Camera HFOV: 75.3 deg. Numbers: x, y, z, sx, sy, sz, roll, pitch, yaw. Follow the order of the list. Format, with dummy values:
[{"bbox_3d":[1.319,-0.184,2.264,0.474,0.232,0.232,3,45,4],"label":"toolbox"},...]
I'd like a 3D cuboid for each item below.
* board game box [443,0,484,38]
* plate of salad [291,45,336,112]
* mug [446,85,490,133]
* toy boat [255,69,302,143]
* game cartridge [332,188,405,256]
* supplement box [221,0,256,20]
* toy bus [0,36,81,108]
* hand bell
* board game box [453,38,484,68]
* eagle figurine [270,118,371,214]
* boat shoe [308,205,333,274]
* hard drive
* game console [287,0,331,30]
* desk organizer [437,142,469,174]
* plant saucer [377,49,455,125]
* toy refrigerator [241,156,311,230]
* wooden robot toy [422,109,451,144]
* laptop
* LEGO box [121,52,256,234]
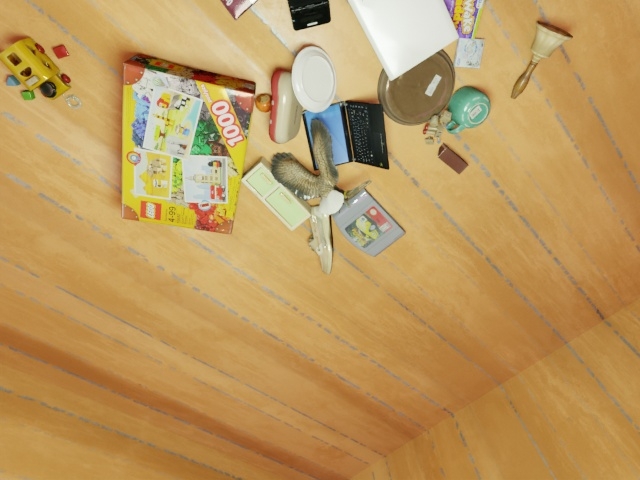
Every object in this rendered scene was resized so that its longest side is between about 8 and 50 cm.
[{"bbox_3d":[0.385,-0.804,1.238,0.233,0.078,0.347,0,122,-8],"label":"board game box"},{"bbox_3d":[-0.023,-0.517,1.341,0.199,0.048,0.200,-13,109,-42],"label":"plate of salad"},{"bbox_3d":[0.527,-0.451,1.464,0.129,0.097,0.158,-9,127,-12],"label":"mug"},{"bbox_3d":[-0.147,-0.446,1.375,0.151,0.151,0.231,20,122,14],"label":"toy boat"},{"bbox_3d":[0.192,-0.062,1.705,0.196,0.060,0.294,-38,120,20],"label":"game cartridge"},{"bbox_3d":[-0.201,-0.684,1.134,0.130,0.239,0.073,-35,120,14],"label":"supplement box"},{"bbox_3d":[-0.847,-0.495,1.244,0.202,0.104,0.191,9,121,-13],"label":"toy bus"},{"bbox_3d":[0.725,-0.601,1.422,0.126,0.126,0.242,9,134,-13],"label":"hand bell"},{"bbox_3d":[0.497,-0.628,1.392,0.090,0.020,0.090,0,111,-11],"label":"board game box"},{"bbox_3d":[-0.010,-0.233,1.455,0.298,0.225,0.226,48,66,-18],"label":"eagle figurine"},{"bbox_3d":[0.000,0.000,1.687,0.098,0.109,0.302,-3,116,5],"label":"boat shoe"},{"bbox_3d":[0.225,-0.694,1.220,0.233,0.047,0.353,-28,116,18],"label":"hard drive"},{"bbox_3d":[-0.037,-0.721,1.271,0.122,0.071,0.107,-13,153,1],"label":"game console"},{"bbox_3d":[0.502,-0.312,1.591,0.130,0.047,0.050,30,116,-24],"label":"desk organizer"},{"bbox_3d":[0.335,-0.530,1.432,0.277,0.041,0.278,-4,122,-6],"label":"plant saucer"},{"bbox_3d":[-0.159,-0.169,1.537,0.102,0.094,0.269,-38,111,16],"label":"toy refrigerator"},{"bbox_3d":[0.418,-0.421,1.494,0.076,0.079,0.173,15,159,3],"label":"wooden robot toy"},{"bbox_3d":[0.089,-0.351,1.451,0.136,0.264,0.234,-36,130,-29],"label":"laptop"},{"bbox_3d":[-0.439,-0.302,1.374,0.372,0.193,0.500,8,121,-14],"label":"LEGO box"}]
